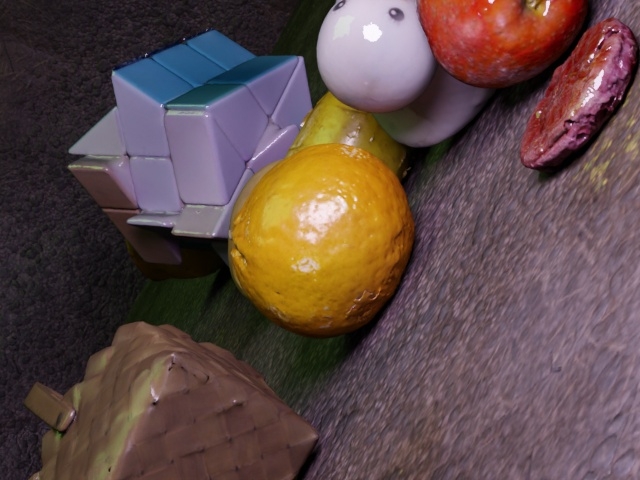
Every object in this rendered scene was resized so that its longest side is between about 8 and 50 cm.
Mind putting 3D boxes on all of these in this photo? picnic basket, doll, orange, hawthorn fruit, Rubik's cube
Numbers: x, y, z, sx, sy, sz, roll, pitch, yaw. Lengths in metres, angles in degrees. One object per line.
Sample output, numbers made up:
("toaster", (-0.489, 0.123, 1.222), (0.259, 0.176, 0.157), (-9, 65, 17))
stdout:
("picnic basket", (-0.179, 0.241, 1.632), (0.291, 0.254, 0.321), (-62, 22, -8))
("doll", (0.086, -0.201, 1.648), (0.221, 0.221, 0.251), (-70, -24, -44))
("orange", (0.002, 0.000, 1.657), (0.219, 0.193, 0.219), (-45, 36, 45))
("hawthorn fruit", (0.186, -0.239, 1.512), (0.173, 0.173, 0.173), (-56, 11, 18))
("Rubik's cube", (-0.180, -0.139, 2.442), (0.358, 0.368, 0.387), (6, 24, 35))

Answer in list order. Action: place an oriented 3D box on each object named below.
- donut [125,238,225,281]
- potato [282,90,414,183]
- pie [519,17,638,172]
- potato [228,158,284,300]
("donut", (-0.226, -0.063, 2.735), (0.303, 0.110, 0.303), (-30, -54, -53))
("potato", (0.017, -0.064, 1.862), (0.173, 0.140, 0.300), (-6, 60, 68))
("pie", (0.230, -0.128, 1.345), (0.153, 0.038, 0.153), (-59, 8, 14))
("potato", (-0.061, -0.013, 2.124), (0.150, 0.146, 0.234), (86, -161, -49))
